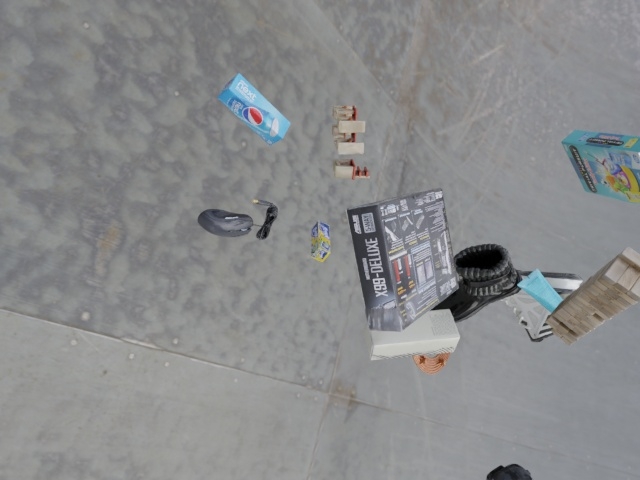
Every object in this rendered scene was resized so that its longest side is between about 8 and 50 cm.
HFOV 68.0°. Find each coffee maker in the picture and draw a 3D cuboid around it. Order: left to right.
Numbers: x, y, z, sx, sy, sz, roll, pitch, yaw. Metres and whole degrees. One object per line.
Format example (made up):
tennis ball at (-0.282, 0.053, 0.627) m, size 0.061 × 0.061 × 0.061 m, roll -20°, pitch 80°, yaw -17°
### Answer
coffee maker at (0.509, 0.735, 1.326) m, size 0.171 × 0.120 × 0.178 m, roll -38°, pitch 137°, yaw -37°

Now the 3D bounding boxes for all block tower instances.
block tower at (0.677, 0.150, 1.168) m, size 0.097 × 0.091 × 0.335 m, roll -40°, pitch 158°, yaw -23°

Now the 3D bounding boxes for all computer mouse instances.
computer mouse at (-0.271, -0.070, 1.605) m, size 0.262 × 0.184 × 0.060 m, roll 12°, pitch 43°, yaw -27°

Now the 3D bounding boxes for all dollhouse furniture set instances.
dollhouse furniture set at (0.120, -0.364, 1.759) m, size 0.262 × 0.135 × 0.259 m, roll -98°, pitch -172°, yaw -63°

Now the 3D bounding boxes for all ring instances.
ring at (0.428, 0.331, 1.788) m, size 0.337 × 0.032 × 0.336 m, roll 7°, pitch 80°, yaw -48°

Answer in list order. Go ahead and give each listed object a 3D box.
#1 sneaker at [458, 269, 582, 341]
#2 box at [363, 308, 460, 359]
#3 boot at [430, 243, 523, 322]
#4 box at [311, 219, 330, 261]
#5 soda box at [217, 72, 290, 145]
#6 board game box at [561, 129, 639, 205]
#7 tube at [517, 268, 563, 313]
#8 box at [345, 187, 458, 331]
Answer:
sneaker at (0.714, 0.238, 1.752) m, size 0.169 × 0.448 × 0.257 m, roll -1°, pitch 92°, yaw -44°
box at (0.282, 0.294, 1.484) m, size 0.094 × 0.275 × 0.113 m, roll 92°, pitch -8°, yaw -47°
boot at (0.482, 0.145, 1.573) m, size 0.260 × 0.348 × 0.131 m, roll 31°, pitch 33°, yaw -50°
box at (0.000, 0.000, 1.819) m, size 0.054 × 0.059 × 0.168 m, roll 24°, pitch 36°, yaw -21°
soda box at (-0.191, -0.379, 1.387) m, size 0.210 × 0.067 × 0.071 m, roll 39°, pitch 55°, yaw -28°
board game box at (1.046, -0.255, 1.676) m, size 0.079 × 0.336 × 0.253 m, roll -40°, pitch 113°, yaw -1°
tube at (0.734, 0.183, 1.534) m, size 0.207 × 0.052 × 0.080 m, roll 42°, pitch 100°, yaw -13°
box at (0.185, 0.026, 0.994) m, size 0.307 × 0.077 × 0.242 m, roll -19°, pitch 100°, yaw -52°
